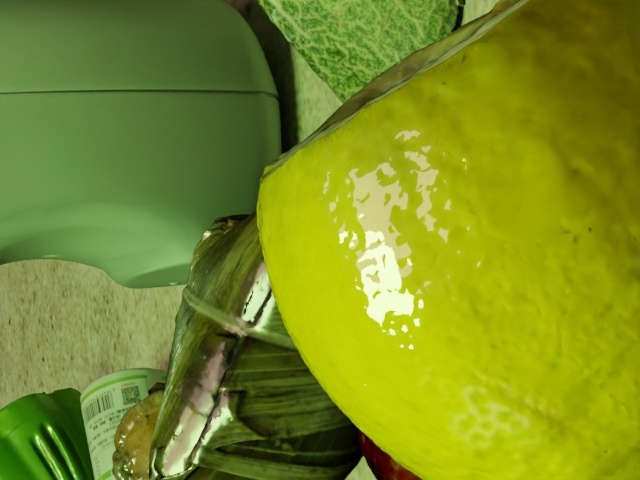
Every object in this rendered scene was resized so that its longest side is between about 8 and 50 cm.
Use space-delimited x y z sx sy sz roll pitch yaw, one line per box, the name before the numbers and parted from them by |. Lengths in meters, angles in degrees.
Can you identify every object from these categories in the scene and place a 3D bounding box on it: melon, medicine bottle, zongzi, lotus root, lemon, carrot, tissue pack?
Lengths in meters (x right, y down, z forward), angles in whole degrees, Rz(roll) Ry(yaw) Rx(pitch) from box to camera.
melon | 0.014 -0.160 1.129 0.093 0.140 0.202 -89 3 -69
medicine bottle | -0.144 0.204 1.564 0.086 0.086 0.183 124 139 -55
zongzi | 0.000 0.000 1.135 0.286 0.134 0.288 -99 30 -67
lotus root | -0.243 0.255 1.741 0.186 0.186 0.186 177 90 -67
lemon | 0.105 0.009 0.781 0.219 0.240 0.240 57 155 -2
carrot | -0.074 0.227 1.416 0.263 0.102 0.102 60 145 41
tissue pack | -0.204 -0.083 1.355 0.229 0.333 0.235 162 104 -66

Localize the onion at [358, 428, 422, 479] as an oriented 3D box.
onion | 0.075 0.101 1.011 0.117 0.119 0.118 -132 45 -61
